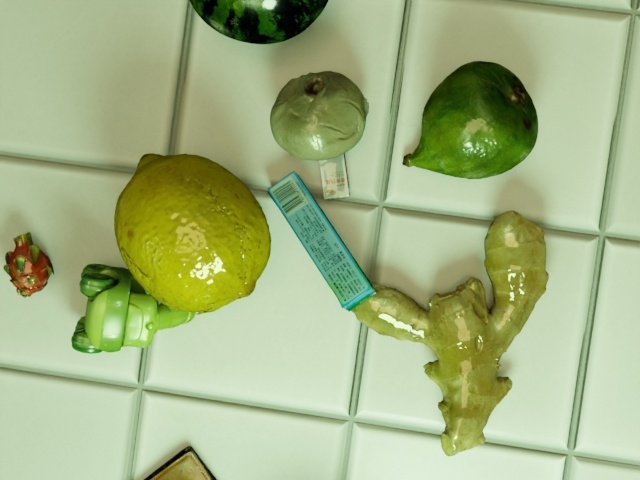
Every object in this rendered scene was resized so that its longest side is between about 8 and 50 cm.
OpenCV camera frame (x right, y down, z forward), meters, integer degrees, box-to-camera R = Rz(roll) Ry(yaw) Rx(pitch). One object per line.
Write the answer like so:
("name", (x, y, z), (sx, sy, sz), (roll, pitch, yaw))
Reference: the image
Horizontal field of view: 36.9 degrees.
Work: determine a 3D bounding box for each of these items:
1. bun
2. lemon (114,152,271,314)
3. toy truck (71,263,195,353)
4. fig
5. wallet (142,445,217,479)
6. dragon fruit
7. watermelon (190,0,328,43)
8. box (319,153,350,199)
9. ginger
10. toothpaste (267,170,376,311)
("bun", (-0.003, -0.231, 1.691), (0.167, 0.113, 0.173), (22, 60, 23))
("lemon", (-0.223, -0.018, 1.663), (0.258, 0.258, 0.310), (-39, 84, 4))
("toy truck", (-0.343, 0.128, 1.708), (0.211, 0.187, 0.148), (11, 99, 5))
("fig", (0.252, -0.182, 1.687), (0.203, 0.203, 0.235), (50, 134, 3))
("wallet", (-0.269, 0.499, 1.783), (0.195, 0.042, 0.161), (-38, 83, 6))
("dragon fruit", (-0.543, 0.043, 1.778), (0.086, 0.081, 0.116), (-25, 83, 37))
("watermelon", (-0.100, -0.468, 1.650), (0.269, 0.269, 0.269), (0, 91, 5))
("box", (0.023, -0.134, 1.748), (0.051, 0.036, 0.117), (-9, 90, 6))
("ginger", (0.278, 0.164, 1.703), (0.363, 0.122, 0.348), (-27, 90, -1))
("toothpaste", (0.000, 0.000, 1.708), (0.065, 0.050, 0.266), (-35, 71, 3))
